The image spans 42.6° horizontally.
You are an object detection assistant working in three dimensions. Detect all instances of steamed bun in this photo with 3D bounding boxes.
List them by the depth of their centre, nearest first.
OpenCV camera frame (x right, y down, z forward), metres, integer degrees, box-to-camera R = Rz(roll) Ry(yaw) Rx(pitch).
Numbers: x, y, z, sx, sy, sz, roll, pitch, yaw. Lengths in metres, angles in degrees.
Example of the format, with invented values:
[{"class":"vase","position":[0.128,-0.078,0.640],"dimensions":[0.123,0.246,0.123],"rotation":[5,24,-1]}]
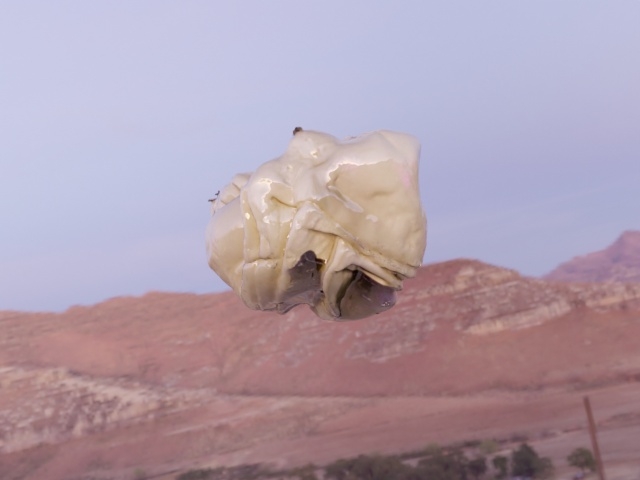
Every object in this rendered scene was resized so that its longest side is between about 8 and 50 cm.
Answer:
[{"class":"steamed bun","position":[0.000,0.000,1.058],"dimensions":[0.275,0.206,0.320],"rotation":[6,-21,-34]}]
